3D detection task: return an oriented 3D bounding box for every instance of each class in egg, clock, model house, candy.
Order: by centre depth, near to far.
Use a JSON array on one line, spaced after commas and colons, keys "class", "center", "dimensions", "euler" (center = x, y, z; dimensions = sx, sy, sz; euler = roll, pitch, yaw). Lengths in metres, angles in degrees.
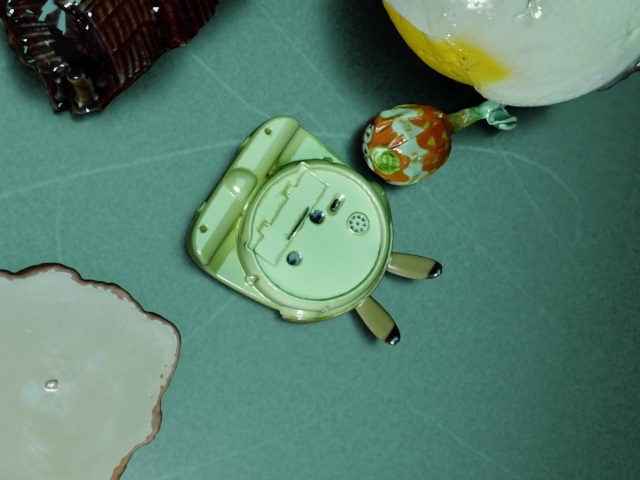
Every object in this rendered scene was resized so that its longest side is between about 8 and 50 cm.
[{"class": "model house", "center": [-0.186, -0.315, 1.587], "dimensions": [0.317, 0.282, 0.297], "euler": [-40, 94, -11]}, {"class": "egg", "center": [0.168, -0.287, 1.618], "dimensions": [0.337, 0.201, 0.337], "euler": [3, 96, 29]}, {"class": "clock", "center": [0.000, 0.000, 1.704], "dimensions": [0.232, 0.069, 0.170], "euler": [33, 81, -6]}, {"class": "candy", "center": [0.167, -0.133, 1.756], "dimensions": [0.288, 0.084, 0.078], "euler": [-24, 96, -21]}]

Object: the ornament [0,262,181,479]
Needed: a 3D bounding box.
[{"class": "ornament", "center": [-0.239, 0.126, 1.576], "dimensions": [0.221, 0.217, 0.235], "euler": [-29, 91, -11]}]
